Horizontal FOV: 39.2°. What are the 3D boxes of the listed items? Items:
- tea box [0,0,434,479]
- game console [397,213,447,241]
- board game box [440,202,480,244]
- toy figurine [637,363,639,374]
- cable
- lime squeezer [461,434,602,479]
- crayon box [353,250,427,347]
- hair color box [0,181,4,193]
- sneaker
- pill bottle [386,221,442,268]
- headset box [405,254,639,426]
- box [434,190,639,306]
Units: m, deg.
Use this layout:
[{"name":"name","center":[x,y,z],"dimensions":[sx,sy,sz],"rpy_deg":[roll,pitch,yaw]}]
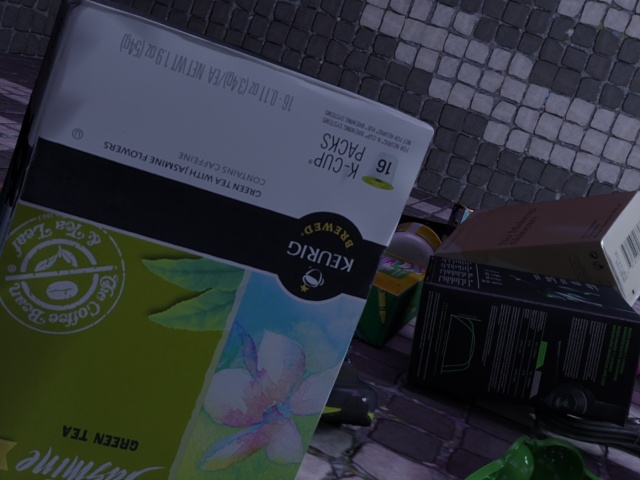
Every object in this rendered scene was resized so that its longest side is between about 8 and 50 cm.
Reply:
[{"name":"tea box","center":[-0.125,0.008,0.655],"dimensions":[0.220,0.323,0.329],"rpy_deg":[16,10,-20]},{"name":"game console","center":[0.340,0.044,2.041],"dimensions":[0.387,0.060,0.342],"rpy_deg":[10,19,-38]},{"name":"board game box","center":[0.290,0.030,1.680],"dimensions":[0.141,0.170,0.048],"rpy_deg":[16,10,-24]},{"name":"toy figurine","center":[0.439,0.155,1.423],"dimensions":[0.159,0.173,0.130],"rpy_deg":[33,-26,5]},{"name":"cable","center":[0.412,0.258,1.143],"dimensions":[0.287,0.072,0.139],"rpy_deg":[3,32,-16]},{"name":"lime squeezer","center":[0.211,0.238,0.869],"dimensions":[0.311,0.059,0.109],"rpy_deg":[15,42,-29]},{"name":"crayon box","center":[0.059,0.066,1.336],"dimensions":[0.165,0.081,0.278],"rpy_deg":[22,11,14]},{"name":"hair color box","center":[-0.467,-0.062,1.140],"dimensions":[0.167,0.053,0.093],"rpy_deg":[23,10,12]},{"name":"sneaker","center":[-0.021,0.096,0.940],"dimensions":[0.111,0.121,0.300],"rpy_deg":[13,12,-27]},{"name":"pill bottle","center":[0.153,0.032,1.574],"dimensions":[0.117,0.117,0.215],"rpy_deg":[21,11,9]},{"name":"headset box","center":[0.265,0.119,1.163],"dimensions":[0.283,0.131,0.246],"rpy_deg":[10,8,7]},{"name":"box","center":[0.349,0.023,1.401],"dimensions":[0.311,0.121,0.148],"rpy_deg":[-7,29,47]}]
